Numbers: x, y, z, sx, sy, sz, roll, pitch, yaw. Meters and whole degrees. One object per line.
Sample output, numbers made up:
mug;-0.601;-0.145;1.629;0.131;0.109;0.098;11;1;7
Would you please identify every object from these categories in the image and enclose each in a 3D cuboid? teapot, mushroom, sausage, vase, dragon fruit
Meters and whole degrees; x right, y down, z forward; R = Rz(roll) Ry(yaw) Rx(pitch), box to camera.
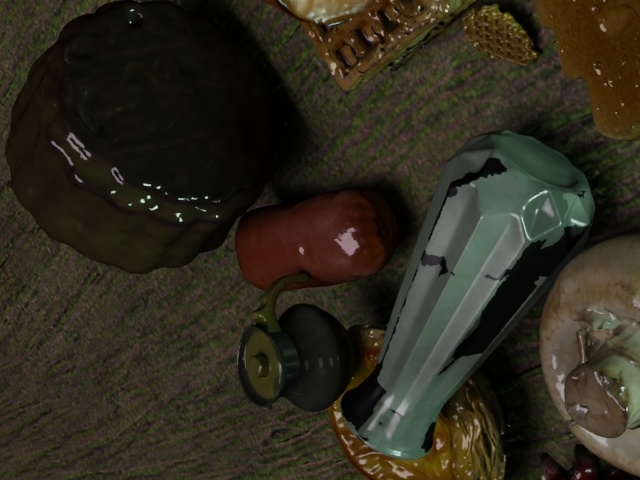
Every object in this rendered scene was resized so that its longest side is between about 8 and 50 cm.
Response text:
teapot;-0.032;0.123;1.779;0.130;0.119;0.166;-15;83;55
mushroom;0.296;0.114;1.491;0.189;0.195;0.254;15;123;47
sausage;0.000;0.000;1.831;0.259;0.113;0.114;-9;107;53
vase;0.146;0.064;1.588;0.165;0.165;0.360;40;119;24
dragon fruit;0.298;0.314;1.701;0.121;0.130;0.142;-111;17;-51

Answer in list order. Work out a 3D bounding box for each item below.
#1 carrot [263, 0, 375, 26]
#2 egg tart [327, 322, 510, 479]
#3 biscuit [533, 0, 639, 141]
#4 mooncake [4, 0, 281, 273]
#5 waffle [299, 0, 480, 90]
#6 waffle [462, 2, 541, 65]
carrot;-0.044;-0.307;1.510;0.225;0.159;0.159;24;132;52
egg tart;0.127;0.213;1.824;0.295;0.116;0.295;29;136;33
biscuit;0.280;-0.206;1.419;0.239;0.041;0.212;50;148;13
mooncake;-0.208;-0.133;1.813;0.324;0.324;0.187;55;142;7
waffle;0.022;-0.333;1.591;0.308;0.091;0.213;58;144;2
waffle;0.180;-0.208;1.538;0.085;0.016;0.078;1;134;52
